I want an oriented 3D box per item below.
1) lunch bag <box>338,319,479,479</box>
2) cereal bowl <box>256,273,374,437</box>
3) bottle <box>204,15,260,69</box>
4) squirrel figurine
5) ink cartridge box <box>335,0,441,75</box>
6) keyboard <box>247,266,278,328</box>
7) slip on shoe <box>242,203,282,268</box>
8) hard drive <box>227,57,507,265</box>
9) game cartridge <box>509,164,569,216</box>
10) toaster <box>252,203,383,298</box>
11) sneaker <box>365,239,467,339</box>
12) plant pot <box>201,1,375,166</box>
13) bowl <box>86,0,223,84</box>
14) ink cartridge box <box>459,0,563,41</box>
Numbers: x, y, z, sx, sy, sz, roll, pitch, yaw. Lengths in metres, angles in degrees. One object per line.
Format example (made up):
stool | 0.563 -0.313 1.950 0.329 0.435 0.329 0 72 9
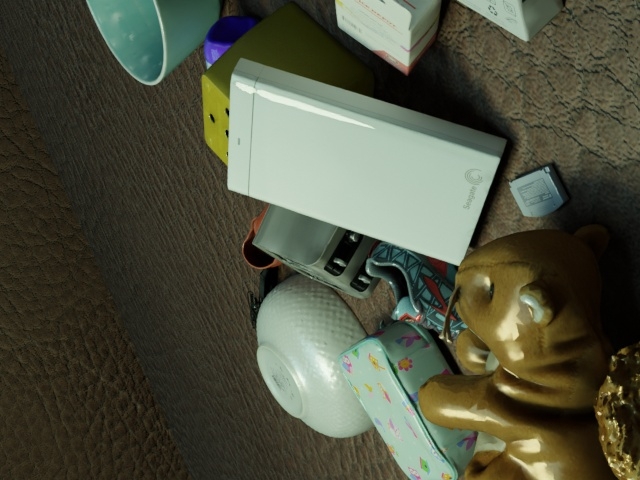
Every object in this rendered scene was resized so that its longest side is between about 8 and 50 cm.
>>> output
lunch bag | 0.151 0.268 1.641 0.279 0.107 0.224 60 158 6
cereal bowl | -0.022 0.244 1.912 0.339 0.141 0.339 43 149 34
bottle | -0.132 -0.234 1.655 0.092 0.118 0.283 7 133 12
squirrel figurine | 0.311 0.173 1.135 0.397 0.281 0.371 17 121 39
ink cartridge box | 0.079 -0.281 1.147 0.115 0.067 0.198 37 175 8
keyboard | -0.123 0.107 2.007 0.038 0.100 0.192 21 142 11
slip on shoe | -0.063 -0.027 1.757 0.123 0.101 0.331 60 154 8
hard drive | 0.048 -0.098 1.306 0.353 0.047 0.233 18 143 6
game cartridge | 0.268 -0.058 1.193 0.056 0.017 0.083 66 155 -1
toaster | 0.000 0.000 1.546 0.185 0.110 0.168 22 171 39
sneaker | 0.162 0.101 1.426 0.262 0.125 0.104 51 154 22
plant pot | -0.064 -0.196 1.480 0.212 0.187 0.212 47 151 30
bowl | -0.279 -0.439 1.669 0.311 0.163 0.312 44 150 34
ink cartridge box | 0.135 -0.349 0.945 0.165 0.065 0.333 44 175 35
